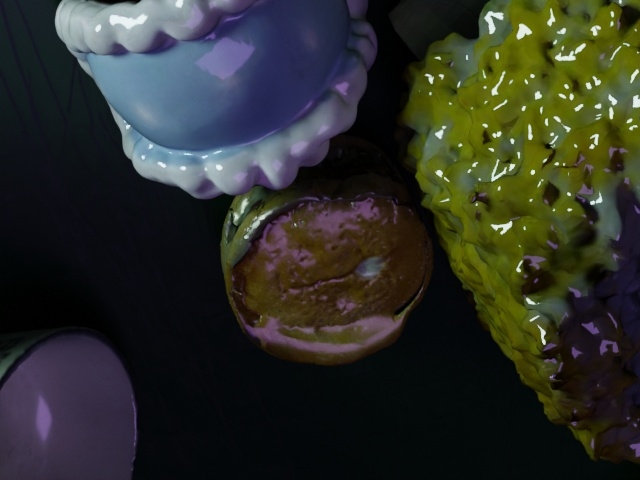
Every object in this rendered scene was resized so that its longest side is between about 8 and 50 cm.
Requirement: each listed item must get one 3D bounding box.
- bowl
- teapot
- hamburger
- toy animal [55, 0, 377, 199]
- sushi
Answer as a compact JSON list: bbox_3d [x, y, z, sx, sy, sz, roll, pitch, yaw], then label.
[{"bbox_3d":[-0.243,0.162,1.251,0.112,0.211,0.211,9,131,27],"label":"bowl"},{"bbox_3d":[0.155,-0.197,1.176,0.107,0.077,0.200,32,110,-35],"label":"teapot"},{"bbox_3d":[0.000,0.000,1.252,0.185,0.113,0.177,34,115,-23],"label":"hamburger"},{"bbox_3d":[-0.063,-0.126,1.116,0.208,0.156,0.204,-23,123,4],"label":"toy animal"},{"bbox_3d":[0.258,-0.050,1.166,0.351,0.240,0.396,-30,144,0],"label":"sushi"}]
